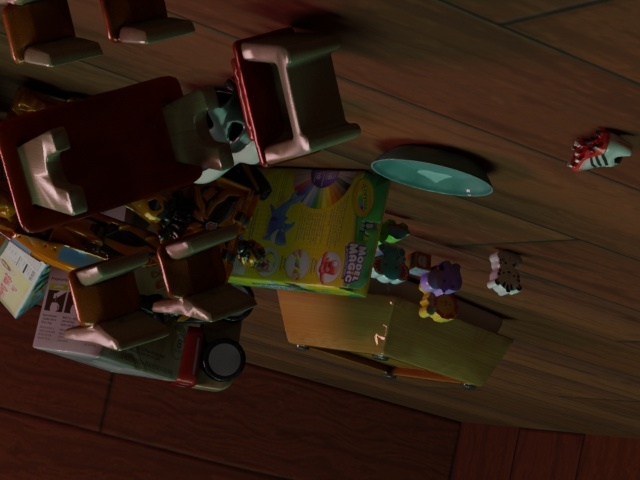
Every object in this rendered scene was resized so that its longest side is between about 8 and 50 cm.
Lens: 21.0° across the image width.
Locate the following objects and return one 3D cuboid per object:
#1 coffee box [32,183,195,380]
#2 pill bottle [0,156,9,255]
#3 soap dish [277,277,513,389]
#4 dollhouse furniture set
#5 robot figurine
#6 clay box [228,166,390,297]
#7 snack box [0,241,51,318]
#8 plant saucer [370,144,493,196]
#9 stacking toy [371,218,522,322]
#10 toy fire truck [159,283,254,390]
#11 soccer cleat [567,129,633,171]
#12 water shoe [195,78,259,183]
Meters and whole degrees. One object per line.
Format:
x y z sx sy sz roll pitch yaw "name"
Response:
-0.205 0.015 1.869 0.098 0.246 0.141 5 169 32 "coffee box"
-0.457 -0.082 1.707 0.224 0.224 0.392 11 170 10 "pill bottle"
0.106 0.132 2.534 0.229 0.118 0.291 4 168 42 "soap dish"
-0.113 -0.078 1.272 0.259 0.262 0.135 -18 -170 -31 "dollhouse furniture set"
-0.191 -0.035 1.728 0.291 0.211 0.085 20 167 -4 "robot figurine"
-0.013 -0.010 1.836 0.222 0.127 0.053 5 169 40 "clay box"
-0.388 -0.021 2.071 0.187 0.060 0.322 50 159 0 "snack box"
0.108 -0.069 1.654 0.119 0.021 0.119 13 170 2 "plant saucer"
0.110 0.039 2.066 0.221 0.052 0.167 16 157 -26 "stacking toy"
-0.213 0.075 2.275 0.246 0.217 0.158 10 172 -8 "toy fire truck"
0.234 -0.072 1.454 0.036 0.029 0.083 18 165 -9 "soccer cleat"
-0.098 -0.109 1.608 0.080 0.073 0.203 39 157 -18 "water shoe"
